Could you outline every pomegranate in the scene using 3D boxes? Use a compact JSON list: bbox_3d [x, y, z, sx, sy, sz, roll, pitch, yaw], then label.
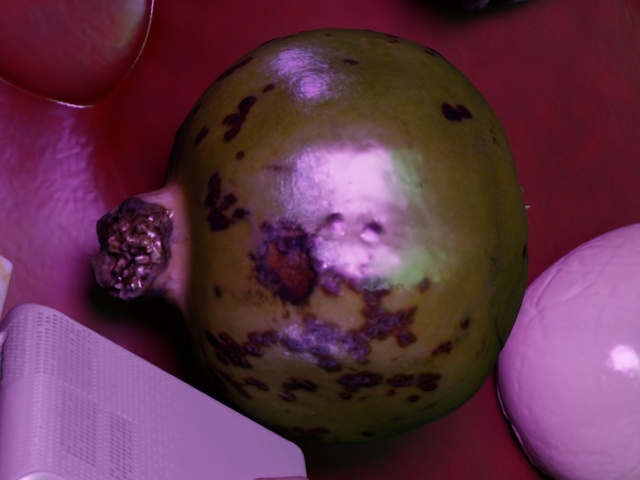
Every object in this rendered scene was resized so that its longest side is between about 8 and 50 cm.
[{"bbox_3d":[0.000,0.000,1.176,0.270,0.254,0.254,-7,83,-19],"label":"pomegranate"}]

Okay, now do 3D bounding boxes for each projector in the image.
[{"bbox_3d":[-0.108,0.173,1.078,0.242,0.163,0.177,33,23,-24],"label":"projector"}]

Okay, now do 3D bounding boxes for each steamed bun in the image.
[{"bbox_3d":[0.237,0.077,1.367,0.228,0.130,0.177,-29,95,-31],"label":"steamed bun"}]

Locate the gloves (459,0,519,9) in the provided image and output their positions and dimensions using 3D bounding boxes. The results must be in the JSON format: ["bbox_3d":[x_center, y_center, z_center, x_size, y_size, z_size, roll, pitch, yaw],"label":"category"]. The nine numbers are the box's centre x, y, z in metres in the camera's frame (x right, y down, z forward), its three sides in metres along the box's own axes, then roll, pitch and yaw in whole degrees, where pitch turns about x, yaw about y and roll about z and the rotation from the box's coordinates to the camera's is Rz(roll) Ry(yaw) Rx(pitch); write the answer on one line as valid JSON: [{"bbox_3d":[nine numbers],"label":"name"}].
[{"bbox_3d":[0.072,-0.312,1.342,0.210,0.135,0.312,-13,87,-34],"label":"gloves"}]

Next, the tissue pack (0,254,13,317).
[{"bbox_3d":[-0.314,0.096,0.900,0.287,0.162,0.388,37,31,-23],"label":"tissue pack"}]
